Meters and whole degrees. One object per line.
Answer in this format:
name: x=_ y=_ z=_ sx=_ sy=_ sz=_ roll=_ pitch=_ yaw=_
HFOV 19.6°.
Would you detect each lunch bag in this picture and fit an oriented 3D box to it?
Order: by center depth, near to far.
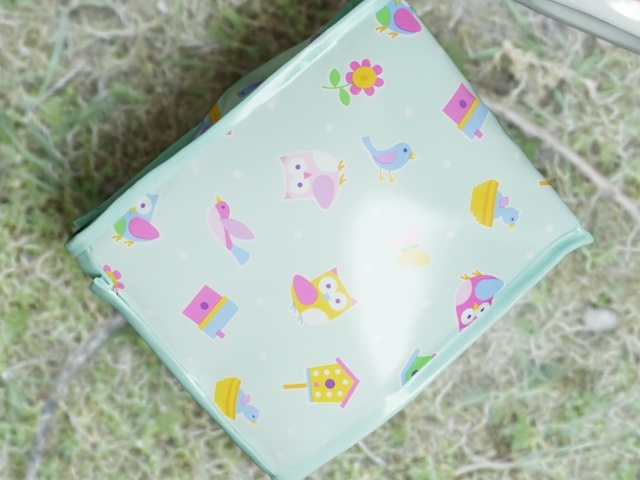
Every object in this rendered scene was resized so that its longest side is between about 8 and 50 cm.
lunch bag: x=0.000 y=0.000 z=1.185 sx=0.262 sy=0.160 sz=0.223 roll=-40 pitch=98 yaw=-4

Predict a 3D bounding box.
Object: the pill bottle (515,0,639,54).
pill bottle: x=0.228 y=-0.264 z=1.167 sx=0.161 sy=0.161 sz=0.283 roll=23 pitch=94 yaw=-5
